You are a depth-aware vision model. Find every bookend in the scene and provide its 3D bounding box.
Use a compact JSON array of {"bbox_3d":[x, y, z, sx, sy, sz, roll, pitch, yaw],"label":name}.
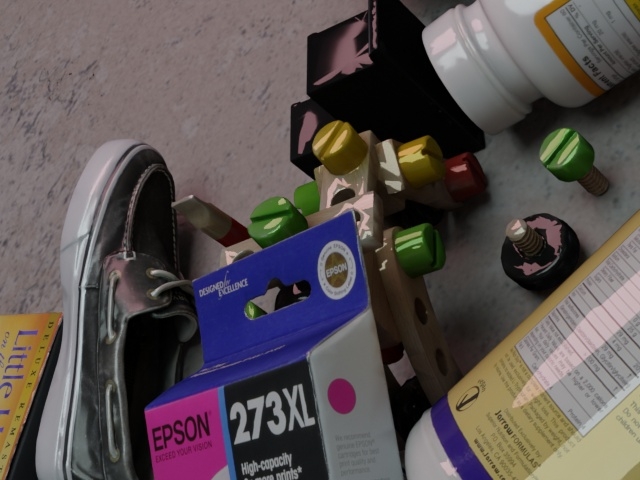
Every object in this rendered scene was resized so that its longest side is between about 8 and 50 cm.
[{"bbox_3d":[0.026,-0.114,1.167,0.157,0.156,0.072,-21,52,31],"label":"bookend"}]

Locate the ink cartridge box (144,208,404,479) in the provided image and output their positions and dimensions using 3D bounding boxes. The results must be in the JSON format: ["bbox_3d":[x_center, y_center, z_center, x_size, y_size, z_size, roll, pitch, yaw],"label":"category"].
[{"bbox_3d":[-0.021,0.181,0.853,0.176,0.069,0.371,-23,70,48],"label":"ink cartridge box"}]

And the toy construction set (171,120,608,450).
[{"bbox_3d":[0.000,0.000,1.058,0.309,0.237,0.257,4,67,43],"label":"toy construction set"}]

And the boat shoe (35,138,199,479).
[{"bbox_3d":[-0.155,0.069,1.253,0.119,0.121,0.335,-5,71,30],"label":"boat shoe"}]

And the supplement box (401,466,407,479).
[{"bbox_3d":[0.039,0.247,0.959,0.111,0.114,0.220,-45,45,9],"label":"supplement box"}]

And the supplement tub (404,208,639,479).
[{"bbox_3d":[0.236,0.089,0.795,0.331,0.241,0.241,-45,44,8],"label":"supplement tub"}]

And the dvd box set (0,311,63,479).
[{"bbox_3d":[-0.413,0.222,1.398,0.420,0.062,0.307,-5,61,39],"label":"dvd box set"}]

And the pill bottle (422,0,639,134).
[{"bbox_3d":[0.204,-0.186,1.074,0.246,0.136,0.136,-33,47,20],"label":"pill bottle"}]
